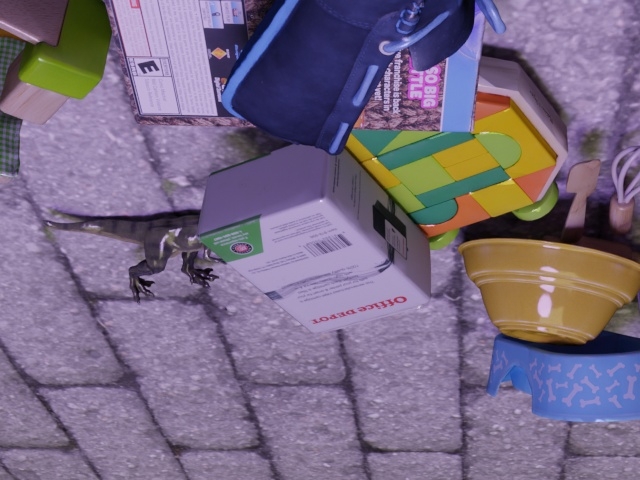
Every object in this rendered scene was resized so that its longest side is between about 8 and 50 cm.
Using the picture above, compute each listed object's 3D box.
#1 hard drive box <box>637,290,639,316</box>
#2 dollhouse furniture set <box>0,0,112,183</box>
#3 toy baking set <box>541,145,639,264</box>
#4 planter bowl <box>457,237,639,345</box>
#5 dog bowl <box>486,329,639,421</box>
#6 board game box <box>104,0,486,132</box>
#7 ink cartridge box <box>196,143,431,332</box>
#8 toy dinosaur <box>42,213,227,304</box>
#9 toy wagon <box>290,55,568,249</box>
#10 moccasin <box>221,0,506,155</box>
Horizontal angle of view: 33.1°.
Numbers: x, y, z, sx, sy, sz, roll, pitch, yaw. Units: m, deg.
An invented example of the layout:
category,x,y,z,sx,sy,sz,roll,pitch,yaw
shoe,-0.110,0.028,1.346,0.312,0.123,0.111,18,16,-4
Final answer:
category,x,y,z,sx,sy,sz,roll,pitch,yaw
hard drive box,0.487,0.108,1.321,0.181,0.089,0.232,-7,144,16
dollhouse furniture set,-0.313,-0.158,0.921,0.151,0.197,0.301,26,139,-31
toy baking set,0.336,-0.036,1.162,0.256,0.030,0.196,7,141,-26
planter bowl,0.256,0.067,1.216,0.217,0.090,0.217,11,170,2
dog bowl,0.306,0.154,1.302,0.166,0.074,0.297,-5,-178,-13
board game box,-0.014,-0.215,0.857,0.291,0.141,0.232,2,145,3
ink cartridge box,0.000,0.000,1.099,0.153,0.086,0.208,-16,140,28
toy dinosaur,-0.184,0.014,1.282,0.268,0.064,0.118,0,131,7
toy wagon,0.075,-0.076,1.115,0.344,0.068,0.267,-20,139,30
moccasin,0.053,-0.169,0.692,0.117,0.137,0.342,32,150,-12
